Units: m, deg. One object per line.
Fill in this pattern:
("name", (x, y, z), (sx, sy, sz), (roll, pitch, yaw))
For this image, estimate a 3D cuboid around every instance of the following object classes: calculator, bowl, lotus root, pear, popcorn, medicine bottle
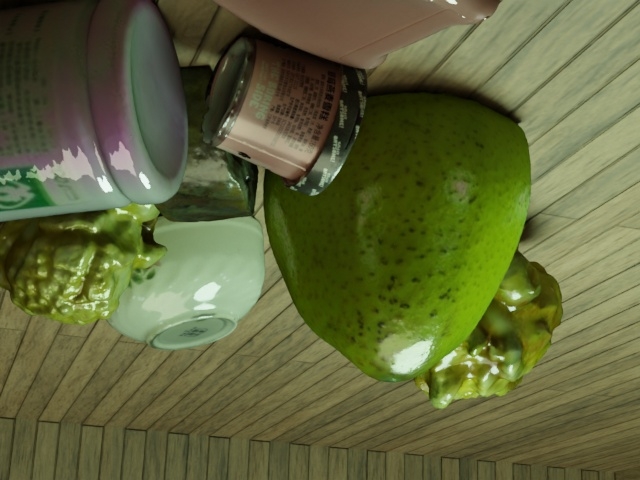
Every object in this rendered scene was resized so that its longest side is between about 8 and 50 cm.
("calculator", (-0.003, -0.243, 1.053), (0.330, 0.048, 0.220), (22, 154, -39))
("bowl", (-0.202, 0.073, 1.721), (0.277, 0.145, 0.277), (-13, 158, -6))
("lotus root", (-0.146, -0.100, 1.369), (0.119, 0.138, 0.235), (-11, 153, 7))
("pear", (0.068, 0.011, 1.380), (0.343, 0.317, 0.239), (-18, 157, 40))
("popcorn", (-0.316, 0.004, 1.507), (0.195, 0.255, 0.256), (40, -170, -18))
("medicine bottle", (-0.312, -0.123, 1.152), (0.326, 0.212, 0.212), (-6, 159, 11))
("popcorn", (0.186, 0.111, 1.691), (0.326, 0.290, 0.321), (-24, 151, 14))

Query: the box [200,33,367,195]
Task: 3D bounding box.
("box", (-0.044, -0.137, 1.215), (0.135, 0.151, 0.151), (17, 156, -19))
